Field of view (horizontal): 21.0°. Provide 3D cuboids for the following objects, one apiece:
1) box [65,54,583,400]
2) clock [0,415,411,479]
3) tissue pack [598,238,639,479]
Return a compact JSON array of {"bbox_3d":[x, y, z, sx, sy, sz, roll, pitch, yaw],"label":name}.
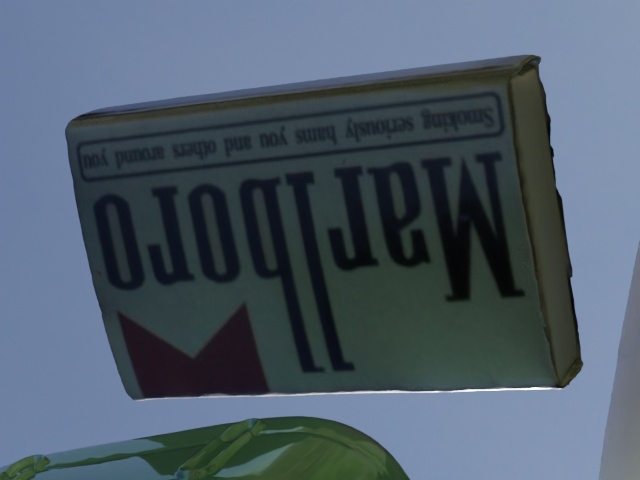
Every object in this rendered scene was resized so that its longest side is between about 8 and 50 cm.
[{"bbox_3d":[0.000,0.000,0.620,0.036,0.177,0.115,-37,-62,-60],"label":"box"},{"bbox_3d":[-0.029,0.159,0.497,0.066,0.159,0.211,-35,-71,-64],"label":"clock"},{"bbox_3d":[0.311,0.031,0.680,0.194,0.356,0.266,41,-130,-29],"label":"tissue pack"}]
